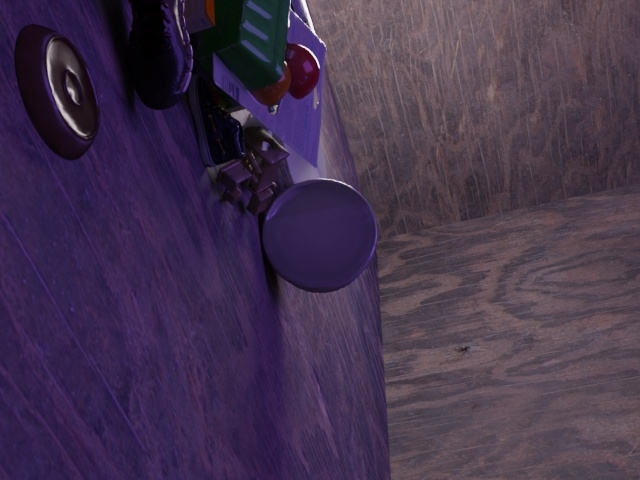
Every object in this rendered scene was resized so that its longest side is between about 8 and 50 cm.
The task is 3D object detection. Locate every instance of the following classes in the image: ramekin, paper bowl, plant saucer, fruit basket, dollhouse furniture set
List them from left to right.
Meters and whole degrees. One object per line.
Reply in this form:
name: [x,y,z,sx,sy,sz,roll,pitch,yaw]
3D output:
plant saucer: [-0.313,-0.184,0.976,0.168,0.029,0.168,-13,90,-81]
dollhouse furniture set: [-0.176,-0.122,1.652,0.101,0.161,0.182,44,-40,15]
fruit basket: [-0.102,-0.361,1.630,0.353,0.166,0.327,40,48,-54]
paper bowl: [-0.073,-0.207,2.034,0.284,0.148,0.284,-12,90,-82]
ramekin: [0.000,0.000,1.885,0.127,0.273,0.272,83,-2,-71]

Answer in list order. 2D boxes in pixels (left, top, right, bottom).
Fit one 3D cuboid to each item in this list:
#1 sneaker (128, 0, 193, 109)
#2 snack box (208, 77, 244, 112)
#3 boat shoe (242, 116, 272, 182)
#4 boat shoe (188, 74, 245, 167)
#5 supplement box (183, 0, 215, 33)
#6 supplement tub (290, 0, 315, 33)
sneaker: [-0.268,-0.347,1.185,0.162,0.107,0.281,34,52,-71]
snack box: [-0.185,-0.346,1.694,0.037,0.100,0.141,30,49,-77]
boat shoe: [-0.146,-0.203,1.836,0.070,0.078,0.219,71,18,-45]
boat shoe: [-0.197,-0.237,1.538,0.065,0.083,0.183,0,78,-80]
supplement box: [-0.243,-0.409,1.447,0.036,0.099,0.062,53,27,-59]
supplement tub: [-0.128,-0.527,1.845,0.316,0.194,0.193,67,14,-46]
